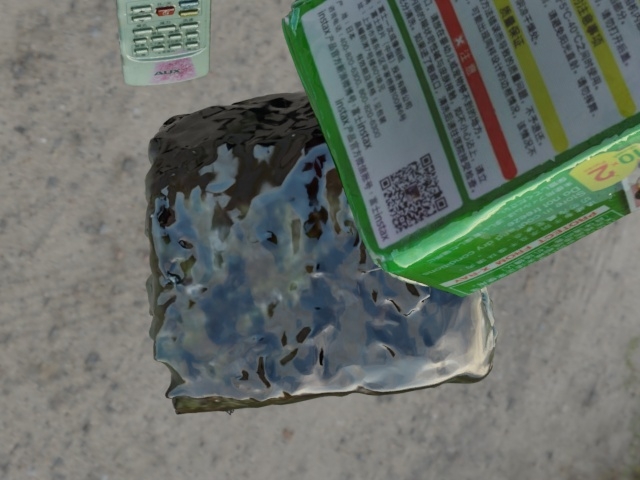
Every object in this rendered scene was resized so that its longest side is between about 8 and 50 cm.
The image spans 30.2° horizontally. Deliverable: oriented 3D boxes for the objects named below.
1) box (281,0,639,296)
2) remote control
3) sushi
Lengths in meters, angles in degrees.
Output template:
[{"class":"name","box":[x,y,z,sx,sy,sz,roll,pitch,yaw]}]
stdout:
[{"class":"box","box":[0.113,-0.097,0.593,0.103,0.250,0.180,16,52,-55]},{"class":"remote control","box":[-0.233,-0.342,1.765,0.145,0.050,0.344,-9,156,-9]},{"class":"sushi","box":[-0.002,0.000,1.087,0.281,0.294,0.299,30,51,-78]}]
